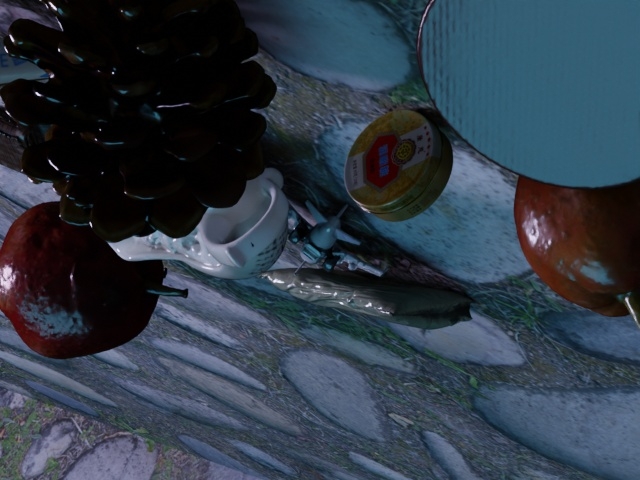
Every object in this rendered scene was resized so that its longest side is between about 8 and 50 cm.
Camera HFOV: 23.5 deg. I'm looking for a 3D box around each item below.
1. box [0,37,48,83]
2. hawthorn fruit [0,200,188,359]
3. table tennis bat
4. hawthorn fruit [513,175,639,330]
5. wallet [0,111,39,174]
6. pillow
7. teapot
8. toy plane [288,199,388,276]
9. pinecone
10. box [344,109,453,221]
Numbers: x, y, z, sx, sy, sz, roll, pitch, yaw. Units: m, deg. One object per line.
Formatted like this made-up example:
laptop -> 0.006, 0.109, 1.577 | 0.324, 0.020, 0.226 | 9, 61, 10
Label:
box -> -0.412, -0.179, 1.635 | 0.273, 0.048, 0.265 | -9, -176, -35
hawthorn fruit -> -0.305, 0.060, 2.118 | 0.266, 0.230, 0.210 | 11, 114, 11
table tennis bat -> 0.213, -0.116, 1.123 | 0.310, 0.038, 0.200 | 13, 130, 21
hawthorn fruit -> 0.244, 0.034, 1.225 | 0.165, 0.285, 0.165 | -2, 148, -1
wallet -> -0.469, -0.156, 2.022 | 0.230, 0.042, 0.124 | 21, 157, 13
pillow -> 0.053, 0.066, 1.849 | 0.230, 0.050, 0.148 | 11, 180, 42
teapot -> -0.130, -0.034, 1.703 | 0.300, 0.166, 0.208 | 14, 136, 61
toy plane -> 0.000, 0.000, 1.787 | 0.162, 0.065, 0.171 | 38, 156, 1
pinecone -> -0.170, -0.143, 1.366 | 0.264, 0.264, 0.264 | 24, 161, 9
box -> 0.073, -0.070, 1.435 | 0.105, 0.105, 0.037 | 9, 162, 43
